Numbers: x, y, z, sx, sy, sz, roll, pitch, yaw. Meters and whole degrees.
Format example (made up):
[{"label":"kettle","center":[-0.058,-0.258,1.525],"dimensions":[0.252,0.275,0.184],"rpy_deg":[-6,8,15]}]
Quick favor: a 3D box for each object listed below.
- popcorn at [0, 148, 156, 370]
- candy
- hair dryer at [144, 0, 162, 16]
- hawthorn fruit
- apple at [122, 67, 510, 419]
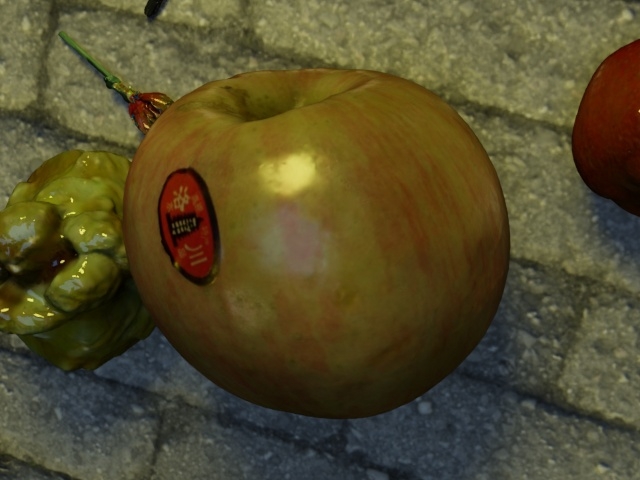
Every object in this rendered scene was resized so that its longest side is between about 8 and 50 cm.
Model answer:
[{"label":"popcorn","center":[-0.294,0.028,1.019],"dimensions":[0.225,0.276,0.277],"rpy_deg":[-13,100,8]},{"label":"candy","center":[-0.258,-0.201,1.071],"dimensions":[0.201,0.060,0.060],"rpy_deg":[40,107,8]},{"label":"hair dryer","center":[-0.203,-0.379,1.015],"dimensions":[0.195,0.075,0.219],"rpy_deg":[20,113,16]},{"label":"hawthorn fruit","center":[0.370,-0.140,0.906],"dimensions":[0.196,0.196,0.226],"rpy_deg":[4,77,10]},{"label":"apple","center":[0.000,0.000,0.901],"dimensions":[0.391,0.391,0.347],"rpy_deg":[-7,116,12]}]
